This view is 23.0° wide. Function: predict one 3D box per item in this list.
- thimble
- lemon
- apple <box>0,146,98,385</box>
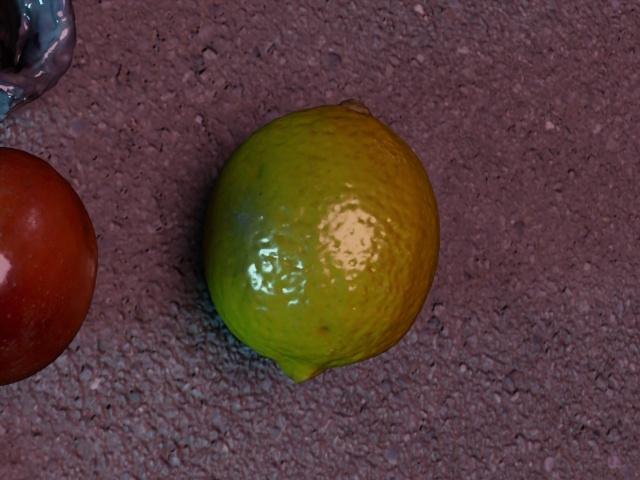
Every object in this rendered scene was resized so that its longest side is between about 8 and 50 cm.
[{"bbox_3d":[-0.346,-0.217,1.470,0.205,0.172,0.236,-34,102,-26],"label":"thimble"},{"bbox_3d":[0.001,-0.001,1.602,0.267,0.267,0.267,4,81,-30],"label":"lemon"},{"bbox_3d":[-0.313,0.026,1.428,0.218,0.218,0.201,27,54,-25],"label":"apple"}]
